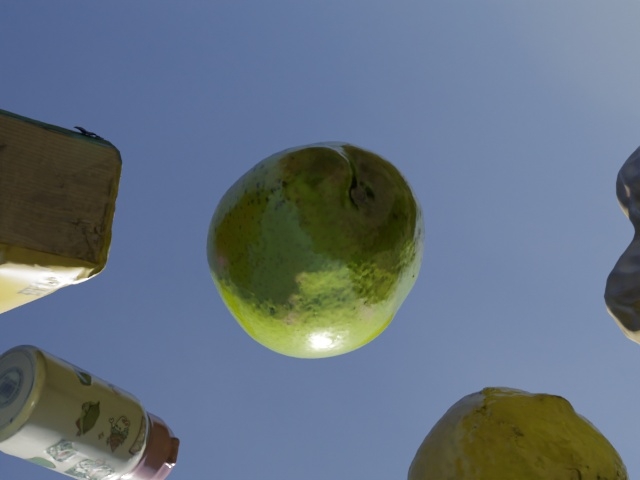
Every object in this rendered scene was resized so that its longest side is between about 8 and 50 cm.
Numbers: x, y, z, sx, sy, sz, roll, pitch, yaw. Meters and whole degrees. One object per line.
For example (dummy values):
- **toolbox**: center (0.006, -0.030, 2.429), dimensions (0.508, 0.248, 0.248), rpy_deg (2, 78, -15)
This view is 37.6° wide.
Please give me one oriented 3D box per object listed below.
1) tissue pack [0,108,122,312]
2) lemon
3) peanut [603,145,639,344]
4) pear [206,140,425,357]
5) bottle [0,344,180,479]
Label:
- **tissue pack**: center (-0.322, -0.012, 0.813), dimensions (0.192, 0.270, 0.134), rpy_deg (17, -113, -37)
- **lemon**: center (0.297, 0.413, 1.459), dimensions (0.349, 0.387, 0.350), rpy_deg (20, -172, -3)
- **peanut**: center (0.317, -0.008, 0.750), dimensions (0.110, 0.196, 0.233), rpy_deg (17, -98, -33)
- **pear**: center (0.000, 0.000, 0.793), dimensions (0.187, 0.220, 0.188), rpy_deg (5, -127, -6)
- **bottle**: center (-0.273, 0.220, 1.100), dimensions (0.253, 0.120, 0.120), rpy_deg (41, -156, -44)
